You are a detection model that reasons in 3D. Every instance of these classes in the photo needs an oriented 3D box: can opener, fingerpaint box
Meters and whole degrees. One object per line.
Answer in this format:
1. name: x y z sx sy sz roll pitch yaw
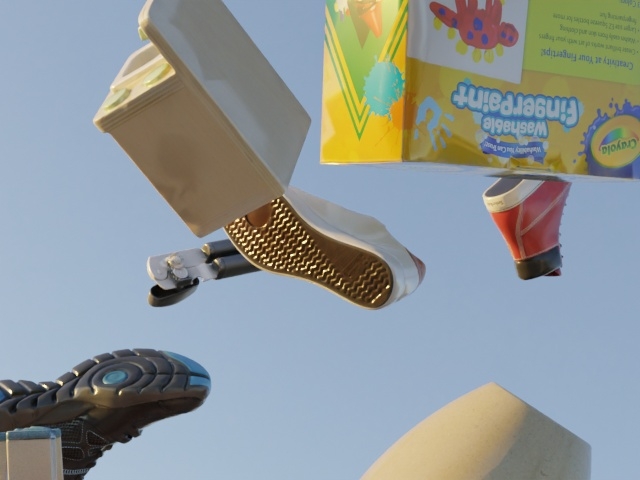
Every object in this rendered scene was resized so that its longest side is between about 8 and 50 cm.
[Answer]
1. can opener: -0.184 0.043 2.552 0.280 0.074 0.093 -15 -32 -31
2. fingerpaint box: 0.218 -0.265 1.811 0.445 0.371 0.163 1 1 -39

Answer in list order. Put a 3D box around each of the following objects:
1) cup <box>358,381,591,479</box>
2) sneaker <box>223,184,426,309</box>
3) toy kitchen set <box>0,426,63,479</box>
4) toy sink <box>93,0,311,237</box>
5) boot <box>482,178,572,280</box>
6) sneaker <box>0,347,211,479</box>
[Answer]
1. cup: 0.250 0.343 2.060 0.331 0.237 0.331 33 -1 0
2. sneaker: 0.000 0.000 1.799 0.290 0.123 0.106 31 -67 26
3. toy kitchen set: -0.359 0.195 1.407 0.207 0.122 0.166 -4 -7 -7
4. toy sink: -0.138 -0.147 1.512 0.131 0.152 0.234 -27 -64 26
5. boot: 0.358 -0.046 2.251 0.088 0.244 0.176 -6 -65 47
6. sneaker: -0.307 0.238 1.930 0.341 0.125 0.139 -11 -68 1
